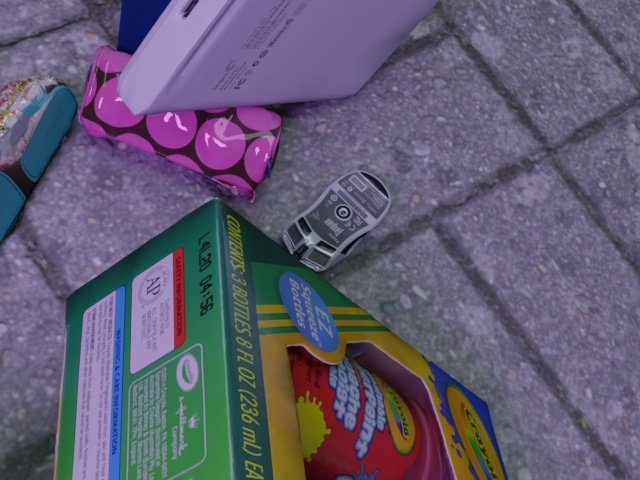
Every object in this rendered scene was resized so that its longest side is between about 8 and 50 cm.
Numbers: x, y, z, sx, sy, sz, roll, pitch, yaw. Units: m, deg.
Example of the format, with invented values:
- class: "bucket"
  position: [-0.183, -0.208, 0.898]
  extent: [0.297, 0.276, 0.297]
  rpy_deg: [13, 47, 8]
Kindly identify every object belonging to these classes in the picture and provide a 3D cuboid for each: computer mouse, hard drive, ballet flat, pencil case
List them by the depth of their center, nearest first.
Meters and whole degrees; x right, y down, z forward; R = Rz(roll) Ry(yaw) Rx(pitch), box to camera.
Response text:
- class: "ballet flat"
  position: [-0.315, -0.065, 0.898]
  extent: [0.077, 0.091, 0.241]
  rpy_deg: [9, 52, 20]
- class: "hard drive"
  position: [-0.006, -0.220, 0.901]
  extent: [0.047, 0.233, 0.353]
  rpy_deg: [53, 32, 13]
- class: "pencil case"
  position: [-0.144, -0.119, 0.967]
  extent: [0.209, 0.095, 0.098]
  rpy_deg: [22, 96, -8]
- class: "computer mouse"
  position: [0.000, 0.000, 0.987]
  extent: [0.193, 0.042, 0.106]
  rpy_deg: [-39, 77, -25]

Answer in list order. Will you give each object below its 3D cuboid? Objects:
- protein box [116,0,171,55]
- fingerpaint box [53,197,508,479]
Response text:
- class: "protein box"
  position: [-0.120, -0.286, 0.993]
  extent: [0.136, 0.200, 0.201]
  rpy_deg: [17, 60, -8]
- class: "fingerpaint box"
  position: [0.011, 0.251, 0.623]
  extent: [0.371, 0.163, 0.445]
  rpy_deg: [39, 29, -38]
